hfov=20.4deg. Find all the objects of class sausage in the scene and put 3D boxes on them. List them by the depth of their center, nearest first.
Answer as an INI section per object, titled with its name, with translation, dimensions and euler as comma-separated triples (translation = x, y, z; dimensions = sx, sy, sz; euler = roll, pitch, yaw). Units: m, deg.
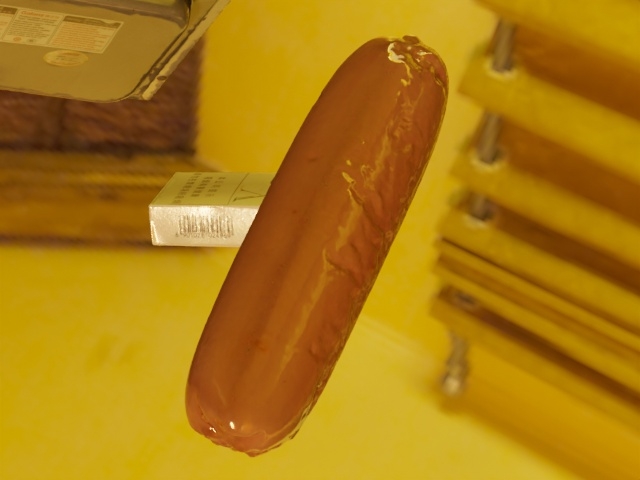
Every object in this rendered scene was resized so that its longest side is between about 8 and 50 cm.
[sausage]
translation = 0.000, 0.000, 1.079
dimensions = 0.289, 0.086, 0.086
euler = -66, -28, -22

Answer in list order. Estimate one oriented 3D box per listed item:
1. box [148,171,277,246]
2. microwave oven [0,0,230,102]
[box]
translation = -0.047, -0.024, 1.369
dimensions = 0.084, 0.154, 0.040
euler = -60, -32, -69
[microwave oven]
translation = -0.170, -0.166, 0.796
dimensions = 0.240, 0.145, 0.194
euler = 6, -113, -28
